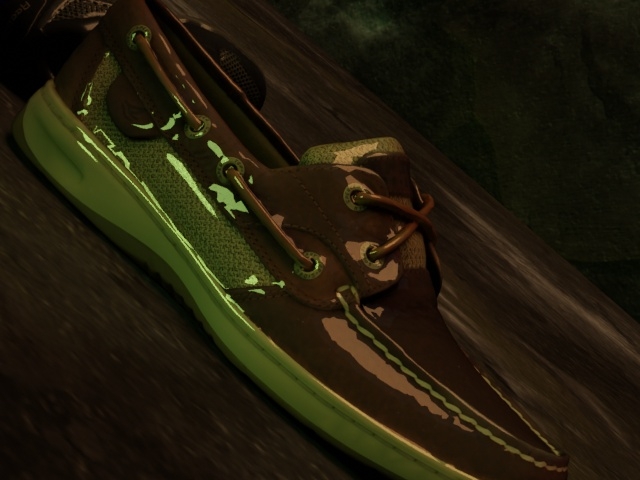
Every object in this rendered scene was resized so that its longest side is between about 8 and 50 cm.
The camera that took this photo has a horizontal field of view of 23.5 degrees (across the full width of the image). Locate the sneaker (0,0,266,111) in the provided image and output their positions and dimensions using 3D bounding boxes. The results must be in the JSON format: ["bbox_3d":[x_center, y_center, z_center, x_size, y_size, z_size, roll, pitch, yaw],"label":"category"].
[{"bbox_3d":[-0.104,-0.096,0.964,0.227,0.087,0.130,22,20,-49],"label":"sneaker"}]

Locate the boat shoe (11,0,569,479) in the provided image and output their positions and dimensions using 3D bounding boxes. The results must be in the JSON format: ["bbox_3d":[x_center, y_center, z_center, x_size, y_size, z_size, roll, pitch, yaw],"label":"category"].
[{"bbox_3d":[0.000,0.000,0.759,0.342,0.123,0.123,41,10,20],"label":"boat shoe"}]

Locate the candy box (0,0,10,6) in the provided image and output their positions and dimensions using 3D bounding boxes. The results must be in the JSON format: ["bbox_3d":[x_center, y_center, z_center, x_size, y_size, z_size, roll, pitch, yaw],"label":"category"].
[{"bbox_3d":[-0.268,-0.299,0.806,0.317,0.122,0.268,46,-22,32],"label":"candy box"}]
